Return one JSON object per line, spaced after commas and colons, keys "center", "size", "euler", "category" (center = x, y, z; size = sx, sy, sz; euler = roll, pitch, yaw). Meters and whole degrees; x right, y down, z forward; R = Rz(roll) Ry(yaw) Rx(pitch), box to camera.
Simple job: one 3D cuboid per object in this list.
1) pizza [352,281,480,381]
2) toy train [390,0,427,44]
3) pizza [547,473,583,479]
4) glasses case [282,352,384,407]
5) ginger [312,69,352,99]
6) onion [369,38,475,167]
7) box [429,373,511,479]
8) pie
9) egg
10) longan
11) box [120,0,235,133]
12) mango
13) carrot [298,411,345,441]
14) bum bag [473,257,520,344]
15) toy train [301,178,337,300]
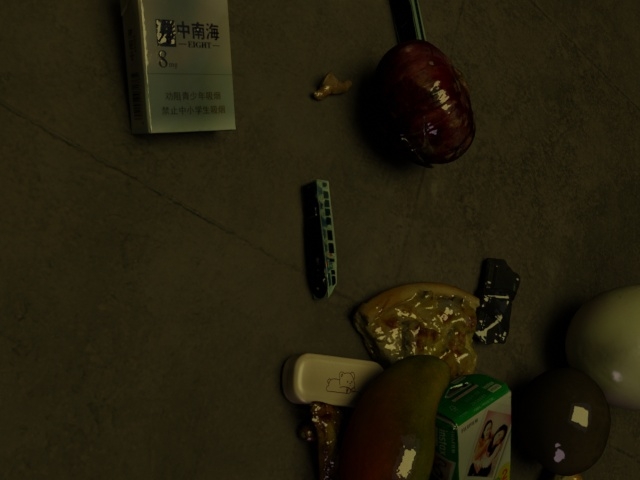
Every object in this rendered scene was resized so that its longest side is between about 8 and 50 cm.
{"center": [0.203, 0.185, 1.289], "size": [0.323, 0.089, 0.223], "euler": [-1, 77, -37], "category": "pizza"}
{"center": [0.181, -0.494, 1.457], "size": [0.048, 0.055, 0.252], "euler": [-6, 83, -38], "category": "toy train"}
{"center": [0.453, 0.583, 1.393], "size": [0.287, 0.075, 0.280], "euler": [2, 73, -35], "category": "pizza"}
{"center": [0.026, 0.235, 1.158], "size": [0.196, 0.050, 0.083], "euler": [12, 74, -36], "category": "glasses case"}
{"center": [0.018, -0.293, 1.298], "size": [0.097, 0.030, 0.048], "euler": [-25, 122, -37], "category": "ginger"}
{"center": [0.193, -0.256, 1.322], "size": [0.246, 0.190, 0.246], "euler": [47, 29, -36], "category": "onion"}
{"center": [0.253, 0.377, 1.224], "size": [0.180, 0.103, 0.250], "euler": [-20, 110, -38], "category": "box"}
{"center": [0.024, 0.333, 1.119], "size": [0.088, 0.033, 0.191], "euler": [-24, 113, -50], "category": "pie"}
{"center": [0.694, 0.234, 1.529], "size": [0.345, 0.283, 0.283], "euler": [6, 75, -29], "category": "egg"}
{"center": [0.486, 0.361, 1.400], "size": [0.198, 0.198, 0.212], "euler": [18, 84, -34], "category": "longan"}
{"center": [-0.214, -0.285, 1.053], "size": [0.155, 0.067, 0.243], "euler": [-9, 101, -41], "category": "box"}
{"center": [0.113, 0.304, 1.095], "size": [0.129, 0.146, 0.289], "euler": [51, 44, -33], "category": "mango"}
{"center": [0.003, 0.304, 1.137], "size": [0.093, 0.032, 0.032], "euler": [-14, 87, -45], "category": "carrot"}
{"center": [0.363, 0.129, 1.450], "size": [0.087, 0.049, 0.198], "euler": [22, 64, -5], "category": "bum bag"}
{"center": [0.000, 0.000, 1.201], "size": [0.047, 0.043, 0.208], "euler": [4, 76, -41], "category": "toy train"}
